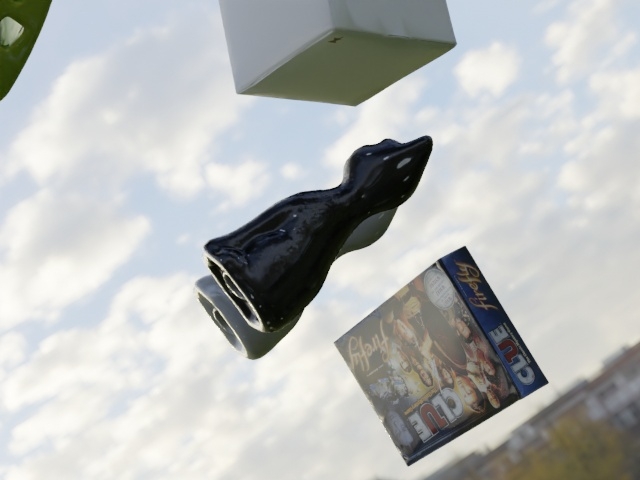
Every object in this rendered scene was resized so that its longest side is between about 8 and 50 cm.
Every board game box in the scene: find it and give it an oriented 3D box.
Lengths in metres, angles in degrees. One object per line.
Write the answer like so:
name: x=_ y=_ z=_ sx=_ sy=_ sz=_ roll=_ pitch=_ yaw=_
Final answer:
board game box: x=0.122 y=0.128 z=1.691 sx=0.042 sy=0.165 sz=0.243 roll=-25 pitch=-11 yaw=-35

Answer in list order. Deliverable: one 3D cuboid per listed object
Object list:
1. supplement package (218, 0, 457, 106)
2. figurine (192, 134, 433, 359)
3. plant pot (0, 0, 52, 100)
supplement package: x=-0.002 y=-0.313 z=1.702 sx=0.177 sy=0.293 sz=0.175 roll=2 pitch=-20 yaw=-41
figurine: x=0.000 y=0.000 z=1.387 sx=0.209 sy=0.092 sz=0.215 roll=-37 pitch=-6 yaw=-15
plant pot: x=-0.322 y=-0.293 z=1.360 sx=0.227 sy=0.228 sz=0.207 roll=24 pitch=-59 yaw=-32
